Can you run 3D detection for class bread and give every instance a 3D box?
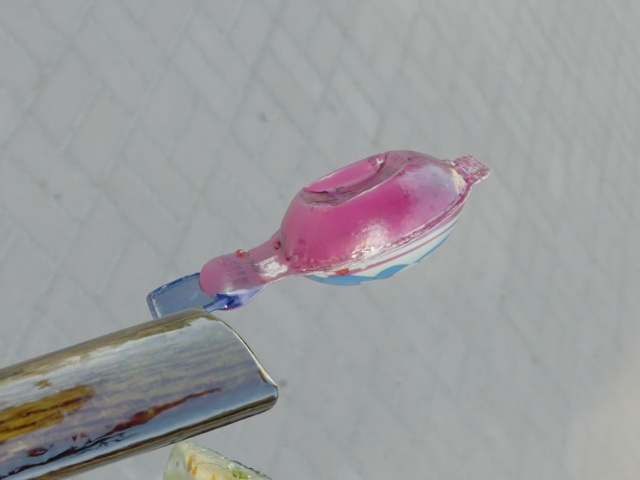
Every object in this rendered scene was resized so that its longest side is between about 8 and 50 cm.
[{"bbox_3d":[-0.053,0.183,0.892,0.028,0.153,0.068,3,100,-43],"label":"bread"}]

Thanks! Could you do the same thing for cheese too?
[{"bbox_3d":[0.000,0.000,0.915,0.062,0.244,0.155,67,-8,-19],"label":"cheese"}]

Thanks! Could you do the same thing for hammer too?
[{"bbox_3d":[-0.194,0.096,0.599,0.409,0.095,0.242,-17,60,-36],"label":"hammer"}]
